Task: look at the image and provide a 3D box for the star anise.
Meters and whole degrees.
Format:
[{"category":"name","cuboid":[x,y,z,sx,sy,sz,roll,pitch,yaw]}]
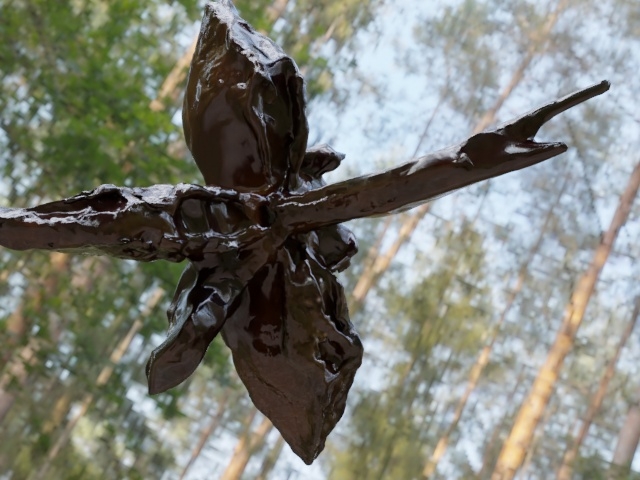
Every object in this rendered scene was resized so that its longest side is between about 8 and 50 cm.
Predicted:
[{"category":"star anise","cuboid":[0.001,-0.010,0.415,0.144,0.140,0.158,-10,-50,47]}]
